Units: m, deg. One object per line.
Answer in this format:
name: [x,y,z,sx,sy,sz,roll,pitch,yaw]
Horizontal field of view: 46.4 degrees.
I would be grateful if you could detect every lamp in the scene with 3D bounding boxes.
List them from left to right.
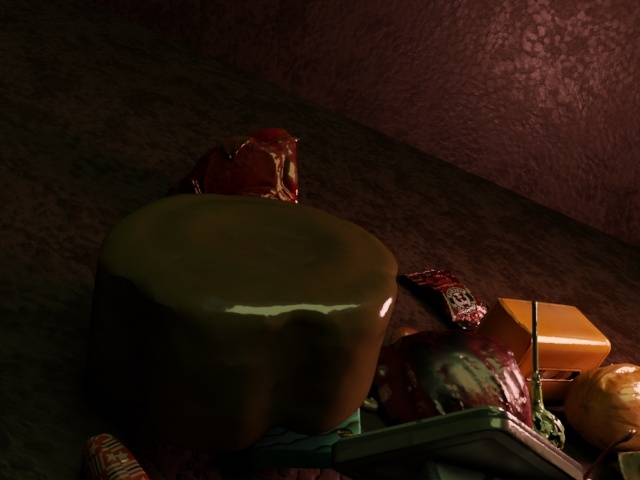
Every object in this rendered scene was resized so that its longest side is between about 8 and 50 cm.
lamp: [0.191,0.313,1.032,0.269,0.267,0.047,38,43,-38]

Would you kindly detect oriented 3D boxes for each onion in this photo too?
onion: [0.251,0.265,1.374,0.280,0.146,0.314,1,46,-31]

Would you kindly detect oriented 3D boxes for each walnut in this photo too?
walnut: [0.625,0.351,1.568,0.222,0.195,0.195,6,28,-27]

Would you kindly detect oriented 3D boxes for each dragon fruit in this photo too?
dragon fruit: [-0.181,-0.094,1.646,0.228,0.286,0.329,17,32,-29]

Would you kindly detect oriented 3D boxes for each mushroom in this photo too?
mushroom: [0.063,0.278,1.362,0.101,0.019,0.049,34,23,18]

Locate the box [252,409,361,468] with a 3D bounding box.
box: [-0.017,0.269,1.185,0.161,0.042,0.226,0,27,2]

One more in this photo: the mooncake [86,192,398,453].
mooncake: [-0.113,0.108,1.142,0.467,0.262,0.467,7,20,-3]

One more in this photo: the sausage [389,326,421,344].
sausage: [0.232,0.240,1.554,0.194,0.077,0.077,24,22,-7]

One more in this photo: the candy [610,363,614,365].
candy: [0.733,0.374,1.757,0.160,0.092,0.073,33,18,23]

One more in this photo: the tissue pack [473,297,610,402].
tissue pack: [0.467,0.246,1.627,0.275,0.194,0.145,7,28,-36]

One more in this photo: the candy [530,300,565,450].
candy: [0.424,0.270,1.443,0.091,0.305,0.083,0,-8,15]

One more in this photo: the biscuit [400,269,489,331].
biscuit: [0.328,0.144,1.887,0.151,0.063,0.235,-10,44,-37]

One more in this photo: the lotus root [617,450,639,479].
lotus root: [0.717,0.486,1.455,0.314,0.142,0.210,22,50,-29]

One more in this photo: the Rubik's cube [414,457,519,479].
Rubik's cube: [0.200,0.430,0.925,0.207,0.205,0.205,20,23,-16]

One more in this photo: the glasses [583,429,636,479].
glasses: [0.551,0.432,1.222,0.118,0.268,0.234,-23,51,-37]

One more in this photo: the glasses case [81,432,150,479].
glasses case: [-0.236,0.313,0.902,0.049,0.073,0.194,-11,41,-43]
